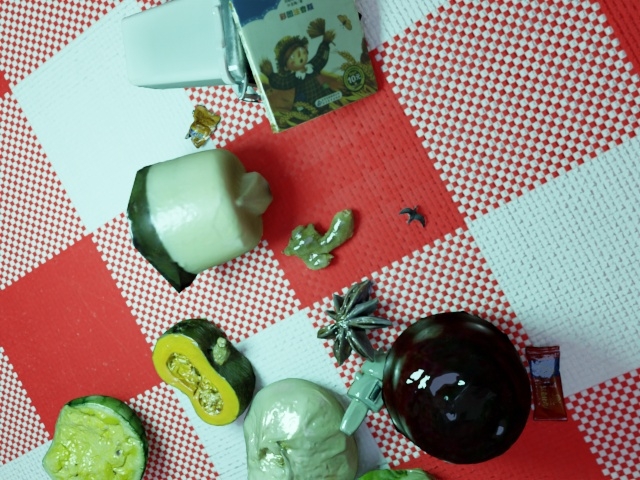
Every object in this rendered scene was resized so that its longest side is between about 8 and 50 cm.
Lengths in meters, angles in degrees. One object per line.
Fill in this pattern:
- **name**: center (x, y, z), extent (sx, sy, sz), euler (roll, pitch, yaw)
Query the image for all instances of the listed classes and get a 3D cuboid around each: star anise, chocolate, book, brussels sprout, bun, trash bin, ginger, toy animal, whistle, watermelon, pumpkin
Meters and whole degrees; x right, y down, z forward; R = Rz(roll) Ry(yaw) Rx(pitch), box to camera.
- **star anise**: center (0.087, 0.215, 1.665), extent (0.229, 0.093, 0.237), euler (3, 80, 36)
- **chocolate**: center (-0.285, -0.074, 1.624), extent (0.296, 0.326, 0.314), euler (-10, 139, 19)
- **book**: center (-0.048, -0.506, 1.499), extent (0.299, 0.039, 0.428), euler (-26, 111, -17)
- **brussels sprout**: center (0.201, 0.704, 1.654), extent (0.271, 0.219, 0.210), euler (-33, 132, -2)
- **bun**: center (-0.068, 0.561, 1.710), extent (0.360, 0.213, 0.362), euler (3, 100, 18)
- **trash bin**: center (-0.302, -0.479, 1.621), extent (0.367, 0.255, 0.296), euler (-3, 99, 23)
- **ginger**: center (-0.002, -0.011, 1.687), extent (0.133, 0.059, 0.214), euler (39, 108, 3)
- **toy animal**: center (0.236, -0.067, 1.624), extent (0.084, 0.050, 0.028), euler (25, 144, -24)
- **chocolate**: center (0.331, 0.351, 1.462), extent (0.383, 0.331, 0.384), euler (0, 91, -1)
- **whistle**: center (0.129, 0.391, 1.660), extent (0.101, 0.106, 0.253), euler (26, 70, 16)
- **watermelon**: center (-0.647, 0.595, 1.903), extent (0.330, 0.189, 0.331), euler (2, 111, 4)
- **pumpkin**: center (-0.312, 0.356, 1.791), extent (0.317, 0.139, 0.222), euler (47, 110, 7)

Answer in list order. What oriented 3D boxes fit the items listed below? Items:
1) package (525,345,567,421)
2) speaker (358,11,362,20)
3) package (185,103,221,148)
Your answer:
- **package**: center (0.566, 0.360, 1.593), extent (0.083, 0.022, 0.201), euler (-7, 98, 17)
- **speaker**: center (0.052, -0.485, 1.612), extent (0.046, 0.040, 0.191), euler (21, 104, 15)
- **package**: center (-0.332, -0.314, 1.754), extent (0.077, 0.033, 0.111), euler (37, 102, 18)
